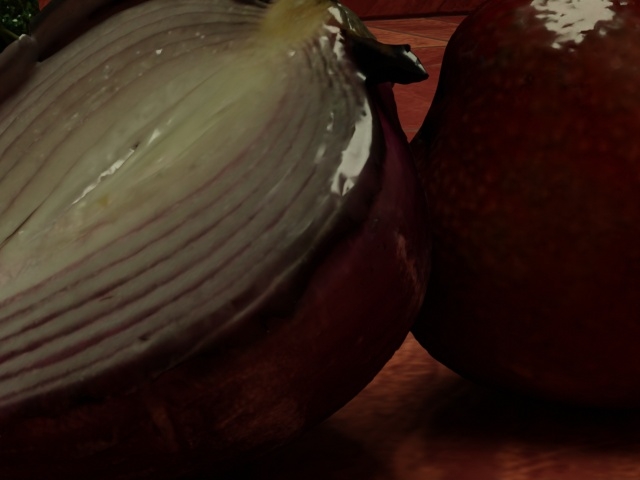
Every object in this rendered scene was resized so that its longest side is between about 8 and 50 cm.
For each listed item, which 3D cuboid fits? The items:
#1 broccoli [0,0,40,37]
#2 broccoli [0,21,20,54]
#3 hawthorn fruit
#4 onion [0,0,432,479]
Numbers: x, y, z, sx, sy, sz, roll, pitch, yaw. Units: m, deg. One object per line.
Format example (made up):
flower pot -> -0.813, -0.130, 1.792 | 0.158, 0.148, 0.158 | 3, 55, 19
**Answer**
broccoli -> -0.315, -0.139, 1.144 | 0.261, 0.241, 0.269 | -3, 27, -45
broccoli -> -0.190, -0.067, 0.969 | 0.247, 0.243, 0.263 | -39, 25, -13
hawthorn fruit -> 0.159, -0.013, 0.807 | 0.266, 0.230, 0.210 | 30, 1, 28
onion -> -0.100, 0.037, 0.760 | 0.349, 0.159, 0.267 | -38, 41, -3
